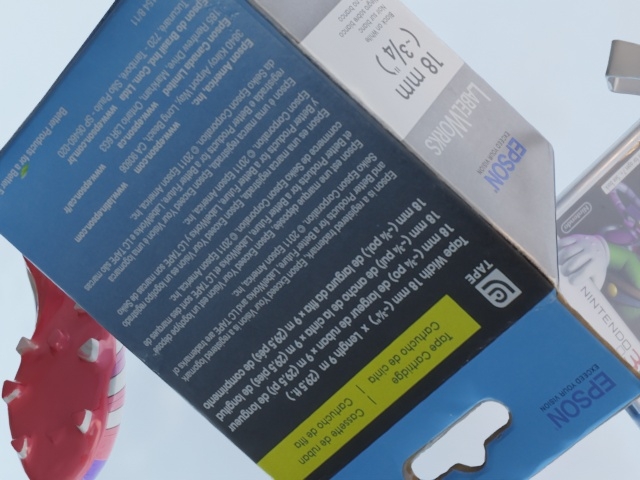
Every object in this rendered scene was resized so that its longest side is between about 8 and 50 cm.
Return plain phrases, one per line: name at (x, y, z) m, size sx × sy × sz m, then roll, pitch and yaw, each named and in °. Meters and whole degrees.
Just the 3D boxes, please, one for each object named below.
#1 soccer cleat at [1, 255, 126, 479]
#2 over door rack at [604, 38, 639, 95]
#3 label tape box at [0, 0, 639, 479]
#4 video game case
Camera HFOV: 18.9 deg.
soccer cleat at (-0.151, 0.063, 1.237) m, size 0.083 × 0.095 × 0.248 m, roll -25°, pitch -131°, yaw 18°
over door rack at (0.307, -0.176, 0.975) m, size 0.324 × 0.108 × 0.239 m, roll 10°, pitch -95°, yaw 25°
label tape box at (0.000, 0.000, 1.062) m, size 0.240 × 0.333 × 0.106 m, roll -44°, pitch -176°, yaw 39°
video game case at (0.223, 0.013, 1.131) m, size 0.190 × 0.173 × 0.022 m, roll -42°, pitch -171°, yaw -23°
